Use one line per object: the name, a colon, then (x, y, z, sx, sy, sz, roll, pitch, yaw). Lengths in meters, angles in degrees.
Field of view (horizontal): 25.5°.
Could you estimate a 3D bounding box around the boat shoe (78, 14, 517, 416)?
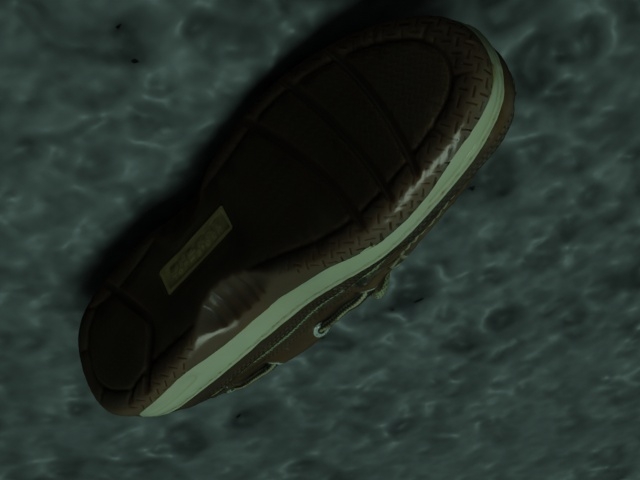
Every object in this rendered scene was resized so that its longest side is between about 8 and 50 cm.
boat shoe: (-0.003, -0.007, 0.644, 0.257, 0.095, 0.095, -37, 151, 32)
